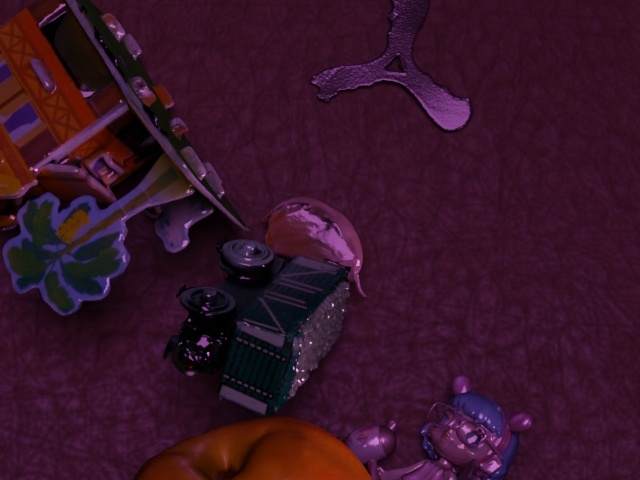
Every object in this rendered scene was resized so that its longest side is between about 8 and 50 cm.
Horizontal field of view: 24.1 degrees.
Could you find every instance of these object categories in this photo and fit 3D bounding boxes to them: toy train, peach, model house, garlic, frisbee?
[{"bbox_3d":[-0.068,0.082,1.638,0.154,0.269,0.115,16,111,12],"label":"toy train"},{"bbox_3d":[-0.063,0.336,1.516,0.288,0.289,0.308,-16,114,-8],"label":"peach"},{"bbox_3d":[-0.297,-0.073,1.717,0.312,0.242,0.358,-37,70,5],"label":"model house"},{"bbox_3d":[0.002,-0.002,1.769,0.152,0.066,0.084,22,99,9],"label":"garlic"},{"bbox_3d":[0.078,-0.218,1.870,0.187,0.012,0.211,-13,72,-6],"label":"frisbee"}]

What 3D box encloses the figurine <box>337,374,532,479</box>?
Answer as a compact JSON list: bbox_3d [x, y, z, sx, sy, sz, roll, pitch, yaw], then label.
[{"bbox_3d":[0.108,0.269,1.668,0.205,0.103,0.260,24,69,44],"label":"figurine"}]
